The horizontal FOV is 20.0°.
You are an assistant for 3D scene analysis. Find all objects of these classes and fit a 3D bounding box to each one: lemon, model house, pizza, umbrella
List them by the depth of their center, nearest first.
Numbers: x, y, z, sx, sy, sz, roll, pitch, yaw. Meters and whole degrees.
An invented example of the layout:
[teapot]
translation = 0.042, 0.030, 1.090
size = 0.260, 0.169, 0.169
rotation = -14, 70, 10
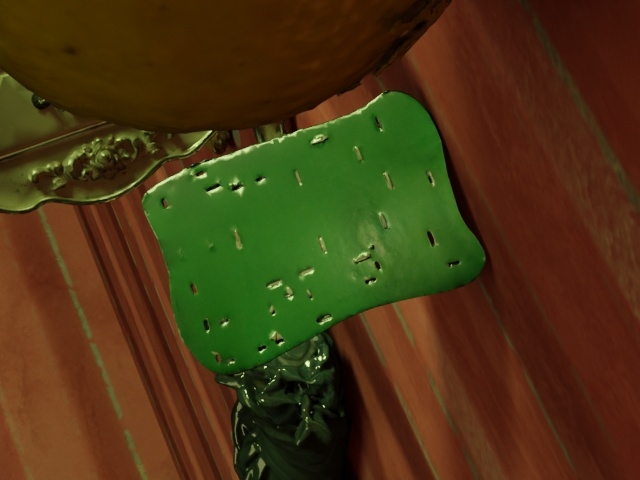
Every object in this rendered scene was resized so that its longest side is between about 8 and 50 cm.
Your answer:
[lemon]
translation = -0.050, -0.175, 0.668
size = 0.310, 0.257, 0.258
rotation = 82, 165, -65
[model house]
translation = 0.000, 0.000, 0.992
size = 0.088, 0.167, 0.117
rotation = 33, -146, -78
[umbrella]
translation = -0.025, 0.169, 1.442
size = 0.349, 0.094, 0.143
rotation = 88, 164, -58
[pizza]
translation = -0.107, -0.131, 1.510
size = 0.123, 0.026, 0.109
rotation = -125, 23, -54

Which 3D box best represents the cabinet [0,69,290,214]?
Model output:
[cabinet]
translation = -0.204, -0.180, 1.251
size = 0.227, 0.289, 0.318
rotation = -133, 26, -61
